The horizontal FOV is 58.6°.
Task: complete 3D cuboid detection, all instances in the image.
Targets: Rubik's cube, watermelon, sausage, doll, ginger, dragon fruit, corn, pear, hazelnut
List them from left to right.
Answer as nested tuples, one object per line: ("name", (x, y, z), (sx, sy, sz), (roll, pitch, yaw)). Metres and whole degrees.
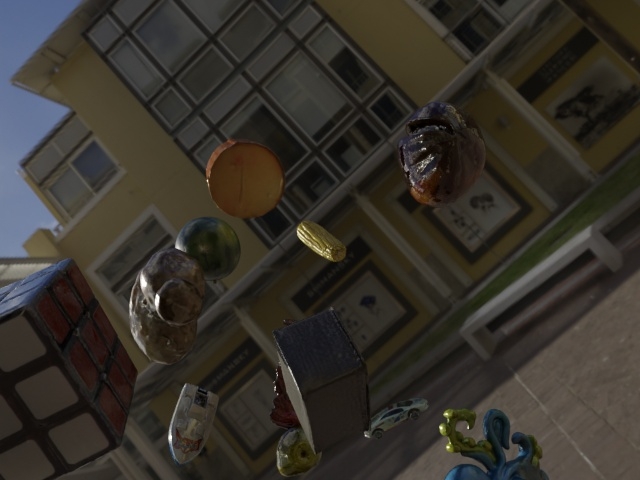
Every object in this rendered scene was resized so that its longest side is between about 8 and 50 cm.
("Rubik's cube", (-0.549, 0.252, 1.042), (0.300, 0.304, 0.305), (-26, 15, -3))
("ginger", (-0.347, 0.136, 1.299), (0.155, 0.245, 0.304), (0, -31, -23))
("watermelon", (-0.413, 0.033, 2.100), (0.242, 0.242, 0.242), (-41, -8, -7))
("sausage", (-0.237, -0.197, 1.769), (0.233, 0.233, 0.287), (-42, 18, 0))
("pear", (-0.067, 0.578, 1.592), (0.141, 0.104, 0.141), (-23, 4, 2))
("dragon fruit", (-0.017, 0.444, 1.826), (0.100, 0.282, 0.344), (115, 167, -63))
("corn", (0.000, 0.000, 1.509), (0.067, 0.206, 0.068), (-13, -63, -28))
("hazelnut", (0.293, -0.203, 1.358), (0.217, 0.217, 0.252), (81, -161, -80))
("doll", (0.375, 0.547, 1.253), (0.341, 0.346, 0.099), (7, -29, -29))

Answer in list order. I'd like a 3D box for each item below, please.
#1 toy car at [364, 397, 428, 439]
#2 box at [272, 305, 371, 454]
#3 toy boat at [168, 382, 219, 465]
("toy car", (0.214, 0.503, 1.637), (0.204, 0.056, 0.095), (-30, -4, 4))
("box", (0.006, 0.305, 1.224), (0.143, 0.184, 0.273), (-21, -43, -14))
("toy boat", (-0.402, 0.579, 1.783), (0.088, 0.129, 0.295), (-57, 14, 27))
